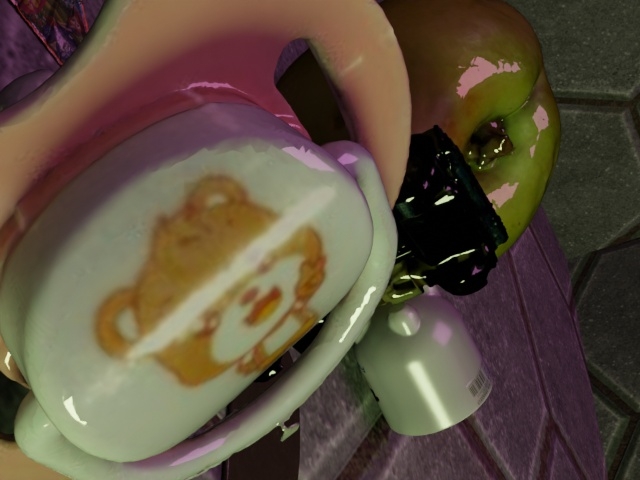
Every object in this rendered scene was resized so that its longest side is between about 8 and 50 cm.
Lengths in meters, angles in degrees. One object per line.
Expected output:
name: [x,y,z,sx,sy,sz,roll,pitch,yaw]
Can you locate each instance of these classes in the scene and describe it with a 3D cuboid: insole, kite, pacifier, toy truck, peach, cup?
insole: [-0.052,0.207,0.603,0.111,0.007,0.328,53,29,-32]
kite: [-0.218,-0.200,0.556,0.241,0.014,0.183,60,26,-25]
pacifier: [-0.095,-0.009,0.392,0.273,0.332,0.220,47,-11,8]
toy truck: [0.002,0.002,0.570,0.127,0.257,0.127,50,27,-37]
peach: [0.093,-0.099,0.782,0.314,0.316,0.281,-37,105,-30]
cup: [0.112,0.116,0.875,0.142,0.134,0.173,62,26,-14]
